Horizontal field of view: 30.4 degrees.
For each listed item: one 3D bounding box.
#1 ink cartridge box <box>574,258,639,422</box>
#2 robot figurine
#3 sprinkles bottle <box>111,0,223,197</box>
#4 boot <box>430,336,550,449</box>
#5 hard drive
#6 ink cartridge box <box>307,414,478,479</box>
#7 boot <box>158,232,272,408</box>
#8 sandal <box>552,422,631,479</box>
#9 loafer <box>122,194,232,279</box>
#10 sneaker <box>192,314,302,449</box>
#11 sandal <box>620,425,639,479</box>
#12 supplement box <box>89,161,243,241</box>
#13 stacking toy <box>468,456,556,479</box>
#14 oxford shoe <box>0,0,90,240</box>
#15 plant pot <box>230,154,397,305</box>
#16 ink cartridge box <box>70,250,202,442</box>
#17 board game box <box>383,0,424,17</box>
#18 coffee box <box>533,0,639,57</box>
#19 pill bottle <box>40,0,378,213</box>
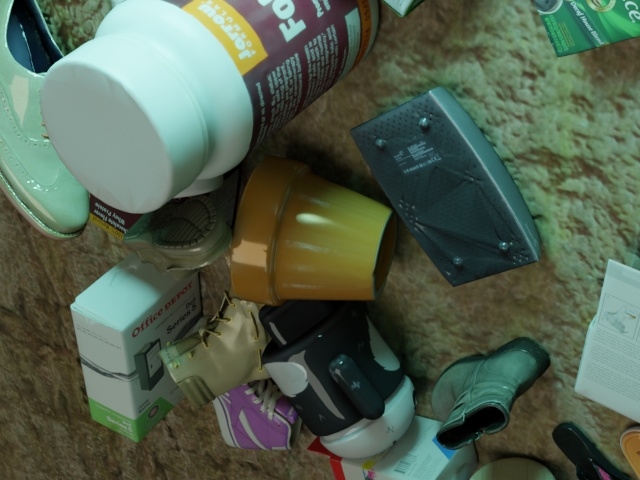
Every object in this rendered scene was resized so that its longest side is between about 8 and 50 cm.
[{"bbox_3d":[0.459,0.148,1.424,0.275,0.060,0.239,25,135,24],"label":"ink cartridge box"},{"bbox_3d":[0.027,0.192,1.754,0.173,0.209,0.278,-29,101,32],"label":"robot figurine"},{"bbox_3d":[-0.208,-0.237,1.555,0.121,0.121,0.355,3,105,39],"label":"sprinkles bottle"},{"bbox_3d":[0.201,0.231,1.637,0.083,0.161,0.246,47,140,-1],"label":"boot"},{"bbox_3d":[0.165,-0.069,1.502,0.172,0.054,0.255,-22,107,48],"label":"hard drive"},{"bbox_3d":[0.110,0.337,1.826,0.231,0.134,0.078,10,129,37],"label":"ink cartridge box"},{"bbox_3d":[-0.164,0.131,1.845,0.095,0.203,0.262,-112,0,-61],"label":"boot"},{"bbox_3d":[0.388,0.335,1.655,0.179,0.040,0.067,46,140,0],"label":"sandal"},{"bbox_3d":[-0.182,0.002,1.617,0.092,0.102,0.268,46,163,-22],"label":"loafer"},{"bbox_3d":[-0.109,0.241,1.980,0.161,0.102,0.282,3,131,31],"label":"sneaker"},{"bbox_3d":[0.480,0.370,1.576,0.265,0.076,0.102,50,140,-4],"label":"sandal"},{"bbox_3d":[-0.236,-0.084,1.780,0.191,0.129,0.194,30,137,18],"label":"supplement box"},{"bbox_3d":[0.320,0.489,1.781,0.141,0.141,0.330,7,130,37],"label":"stacking toy"},{"bbox_3d":[-0.440,-0.194,1.809,0.146,0.140,0.397,-21,93,42],"label":"oxford shoe"},{"bbox_3d":[0.000,0.000,1.612,0.188,0.205,0.205,12,131,14],"label":"plant pot"},{"bbox_3d":[-0.302,0.172,1.996,0.114,0.198,0.273,23,136,25],"label":"ink cartridge box"},{"bbox_3d":[0.039,-0.438,1.297,0.316,0.064,0.242,42,140,5],"label":"board game box"},{"bbox_3d":[0.309,-0.265,1.224,0.184,0.040,0.113,-8,117,44],"label":"coffee box"},{"bbox_3d":[-0.123,-0.211,1.370,0.224,0.392,0.224,23,135,25],"label":"pill bottle"}]
